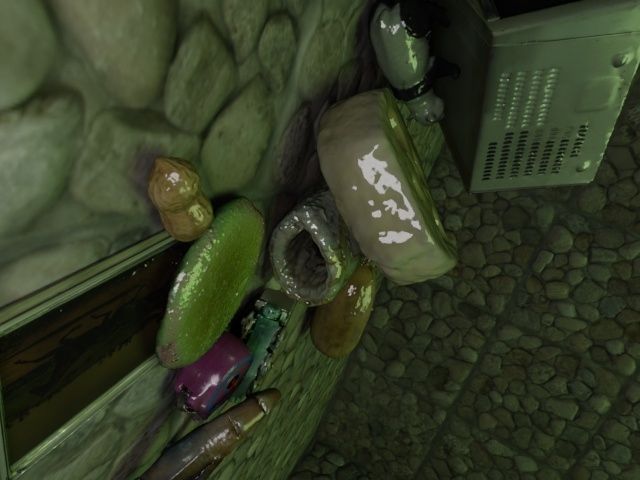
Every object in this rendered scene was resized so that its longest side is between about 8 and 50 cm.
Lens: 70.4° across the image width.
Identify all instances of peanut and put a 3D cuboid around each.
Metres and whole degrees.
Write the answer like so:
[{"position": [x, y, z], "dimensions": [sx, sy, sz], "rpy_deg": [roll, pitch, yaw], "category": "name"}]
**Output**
[{"position": [-0.125, -0.036, 0.410], "dimensions": [0.053, 0.054, 0.113], "rpy_deg": [-57, 167, -25], "category": "peanut"}]

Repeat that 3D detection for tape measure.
[{"position": [-0.156, 0.191, 0.646], "dimensions": [0.125, 0.074, 0.118], "rpy_deg": [-50, 166, -29], "category": "tape measure"}]

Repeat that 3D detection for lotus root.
[{"position": [0.066, 0.158, 1.218], "dimensions": [0.169, 0.152, 0.342], "rpy_deg": [-68, 174, -70], "category": "lotus root"}]

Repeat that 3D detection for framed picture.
[{"position": [-0.201, 0.094, 0.442], "dimensions": [0.252, 0.014, 0.197], "rpy_deg": [-41, 154, -56], "category": "framed picture"}]

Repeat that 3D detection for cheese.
[{"position": [0.110, -0.087, 0.714], "dimensions": [0.318, 0.115, 0.326], "rpy_deg": [44, 33, -46], "category": "cheese"}]

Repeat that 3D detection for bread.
[{"position": [-0.124, 0.054, 0.559], "dimensions": [0.228, 0.034, 0.228], "rpy_deg": [22, 90, -83], "category": "bread"}]

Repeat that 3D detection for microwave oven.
[{"position": [0.356, -0.326, 0.817], "dimensions": [0.394, 0.247, 0.332], "rpy_deg": [-91, 174, -46], "category": "microwave oven"}]

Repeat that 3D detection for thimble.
[{"position": [0.000, 0.000, 0.749], "dimensions": [0.143, 0.138, 0.190], "rpy_deg": [-45, 142, -47], "category": "thimble"}]

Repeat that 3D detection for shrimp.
[{"position": [-0.184, 0.309, 0.666], "dimensions": [0.289, 0.075, 0.178], "rpy_deg": [-42, 172, -18], "category": "shrimp"}]

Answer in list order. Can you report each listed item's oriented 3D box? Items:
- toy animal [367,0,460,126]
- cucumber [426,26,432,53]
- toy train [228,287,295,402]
[{"position": [0.150, -0.285, 0.723], "dimensions": [0.121, 0.094, 0.225], "rpy_deg": [-53, 136, -23], "category": "toy animal"}, {"position": [0.261, -0.457, 1.029], "dimensions": [0.116, 0.062, 0.115], "rpy_deg": [-37, 154, -57], "category": "cucumber"}, {"position": [-0.109, 0.181, 0.775], "dimensions": [0.193, 0.081, 0.125], "rpy_deg": [-63, 179, 17], "category": "toy train"}]
